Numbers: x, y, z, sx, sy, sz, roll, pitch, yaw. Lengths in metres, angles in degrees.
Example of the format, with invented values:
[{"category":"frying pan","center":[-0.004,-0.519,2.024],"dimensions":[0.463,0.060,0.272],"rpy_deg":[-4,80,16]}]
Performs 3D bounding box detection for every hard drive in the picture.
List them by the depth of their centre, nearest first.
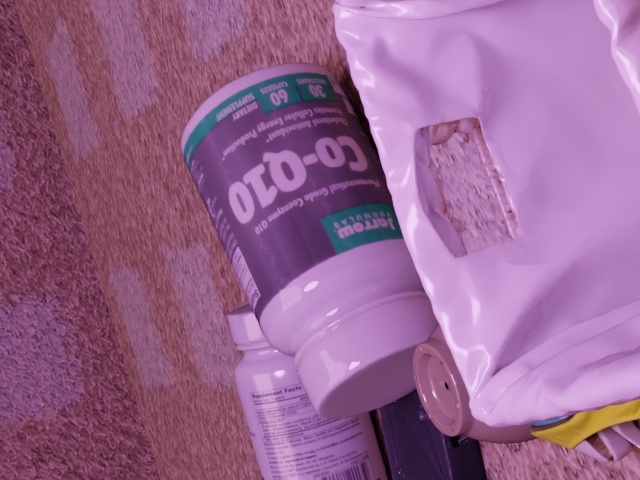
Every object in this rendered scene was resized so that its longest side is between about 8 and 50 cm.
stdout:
[{"category":"hard drive","center":[0.136,0.274,1.684],"dimensions":[0.172,0.054,0.254],"rpy_deg":[18,122,65]}]

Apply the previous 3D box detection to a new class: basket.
[{"category":"basket","center":[0.215,-0.087,0.903],"dimensions":[0.328,0.266,0.331],"rpy_deg":[70,160,7]}]

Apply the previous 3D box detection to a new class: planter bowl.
[{"category":"planter bowl","center":[0.160,0.133,1.437],"dimensions":[0.162,0.109,0.162],"rpy_deg":[52,151,44]}]

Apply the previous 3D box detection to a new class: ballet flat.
[{"category":"ballet flat","center":[0.255,0.154,1.272],"dimensions":[0.077,0.077,0.231],"rpy_deg":[52,154,7]}]

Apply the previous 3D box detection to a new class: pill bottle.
[{"category":"pill bottle","center":[0.000,0.000,1.606],"dimensions":[0.361,0.204,0.204],"rpy_deg":[63,157,23]},{"category":"pill bottle","center":[-0.020,0.213,1.884],"dimensions":[0.160,0.160,0.283],"rpy_deg":[-4,101,69]}]
